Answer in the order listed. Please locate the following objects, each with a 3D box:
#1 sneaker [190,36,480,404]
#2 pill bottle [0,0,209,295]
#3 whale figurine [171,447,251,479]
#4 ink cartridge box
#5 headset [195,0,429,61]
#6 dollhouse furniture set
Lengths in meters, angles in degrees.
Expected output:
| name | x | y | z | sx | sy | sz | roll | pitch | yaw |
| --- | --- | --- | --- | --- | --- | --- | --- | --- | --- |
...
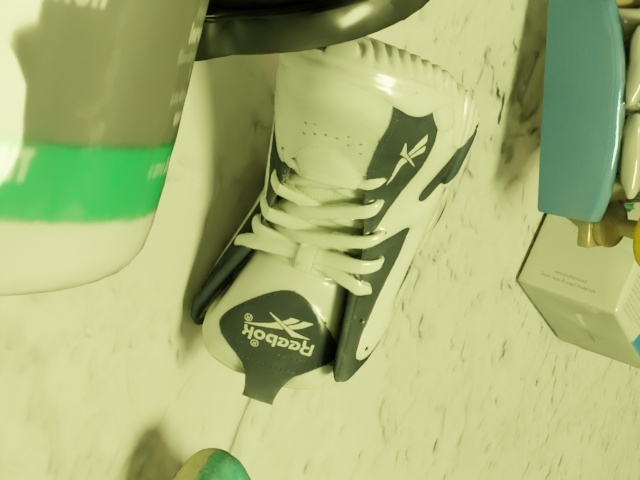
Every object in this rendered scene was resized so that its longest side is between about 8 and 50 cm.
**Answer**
| name | x | y | z | sx | sy | sz | roll | pitch | yaw |
| --- | --- | --- | --- | --- | --- | --- | --- | --- | --- |
| sneaker | 0.000 | 0.000 | 0.853 | 0.235 | 0.094 | 0.153 | 96 | 18 | -78 |
| pill bottle | -0.099 | -0.184 | 0.450 | 0.204 | 0.204 | 0.361 | -3 | 109 | -62 |
| whale figurine | -0.065 | 0.240 | 0.862 | 0.272 | 0.141 | 0.216 | -65 | 152 | -14 |
| ink cartridge box | 0.234 | -0.039 | 1.315 | 0.231 | 0.078 | 0.134 | -65 | 153 | -12 |
| headset | 0.021 | -0.181 | 0.700 | 0.394 | 0.185 | 0.243 | -1 | 109 | -50 |
| dollhouse furniture set | 0.307 | -0.134 | 1.147 | 0.286 | 0.198 | 0.303 | -6 | 104 | -44 |
